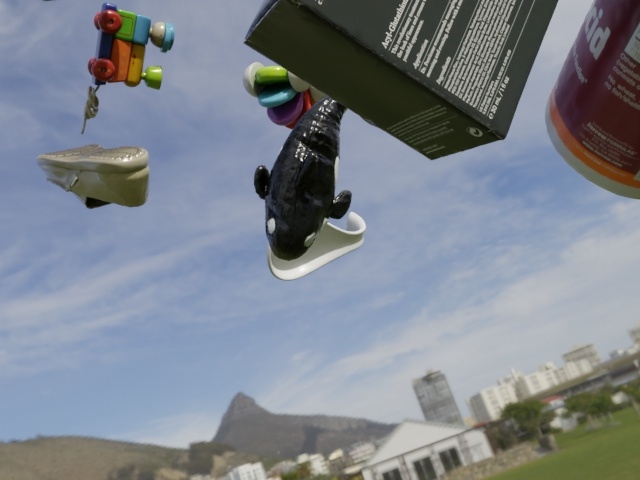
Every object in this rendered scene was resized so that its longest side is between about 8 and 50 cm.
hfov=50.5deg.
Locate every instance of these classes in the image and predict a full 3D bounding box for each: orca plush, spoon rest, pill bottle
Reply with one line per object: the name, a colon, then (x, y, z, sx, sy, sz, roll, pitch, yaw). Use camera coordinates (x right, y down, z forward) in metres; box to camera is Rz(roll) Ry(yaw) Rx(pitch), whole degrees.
orca plush: (0.001, -0.110, 0.999, 0.287, 0.151, 0.102, -56, 7, -11)
spoon rest: (0.000, 0.000, 1.376, 0.276, 0.084, 0.137, -18, -58, -44)
pill bottle: (0.403, -0.237, 0.708, 0.224, 0.224, 0.392, -15, -29, -12)

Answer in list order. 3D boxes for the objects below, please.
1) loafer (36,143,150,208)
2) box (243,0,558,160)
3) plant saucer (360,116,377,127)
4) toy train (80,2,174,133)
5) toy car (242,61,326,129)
loafer: (-0.360, -0.098, 1.069, 0.102, 0.092, 0.269, -21, 21, -41)
box: (0.085, -0.222, 0.513, 0.184, 0.261, 0.103, 29, -14, -21)
plant saucer: (0.140, -0.186, 0.810, 0.189, 0.045, 0.188, 5, -29, 2)
toy train: (-0.372, -0.317, 1.311, 0.144, 0.247, 0.105, 6, 13, -25)
toy car: (-0.070, -0.307, 1.449, 0.159, 0.136, 0.182, -1, -6, 29)
